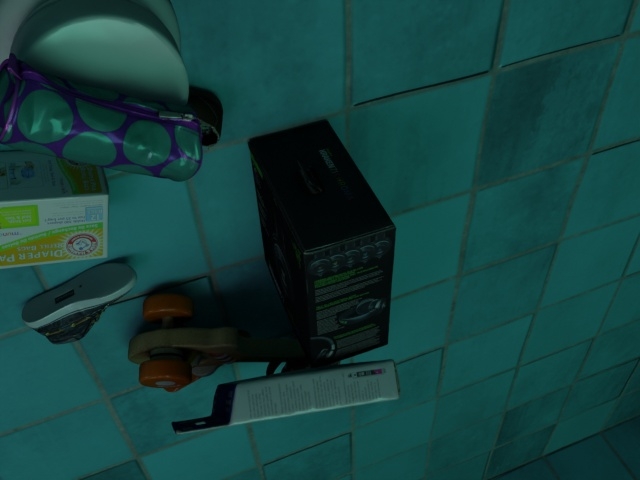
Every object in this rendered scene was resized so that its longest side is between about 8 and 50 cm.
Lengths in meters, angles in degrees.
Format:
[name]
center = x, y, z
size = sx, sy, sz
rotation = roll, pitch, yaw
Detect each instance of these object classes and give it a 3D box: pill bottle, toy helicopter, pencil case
[pill bottle]
center = -0.222, -0.210, 0.629
size = 0.161, 0.283, 0.161
rotation = -16, 138, -15
[toy helicopter]
center = -0.157, 0.201, 1.197
size = 0.355, 0.140, 0.235
rotation = 4, 155, -16
[pencil case]
center = -0.166, -0.089, 0.515
size = 0.152, 0.064, 0.070
rotation = 9, 143, -36

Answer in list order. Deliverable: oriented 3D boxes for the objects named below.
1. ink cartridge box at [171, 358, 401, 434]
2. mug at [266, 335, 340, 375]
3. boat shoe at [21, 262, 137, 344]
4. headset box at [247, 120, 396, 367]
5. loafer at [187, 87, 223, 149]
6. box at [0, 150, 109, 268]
[ink cartridge box]
center = -0.077, 0.252, 1.108
size = 0.330, 0.071, 0.324
rotation = -4, 169, -15
[mug]
center = -0.016, 0.229, 1.325
size = 0.150, 0.113, 0.169
rotation = -32, 149, -49
[boat shoe]
center = -0.358, 0.098, 1.049
size = 0.183, 0.065, 0.083
rotation = -22, 142, 1
[headset box]
center = 0.000, 0.000, 1.000
size = 0.131, 0.246, 0.283
rotation = -16, 139, -13
[loafer]
center = -0.218, -0.158, 0.843
size = 0.220, 0.078, 0.080
rotation = -2, 133, -28
[box]
center = -0.378, -0.040, 0.856
size = 0.203, 0.103, 0.114
rotation = -7, 135, -24
